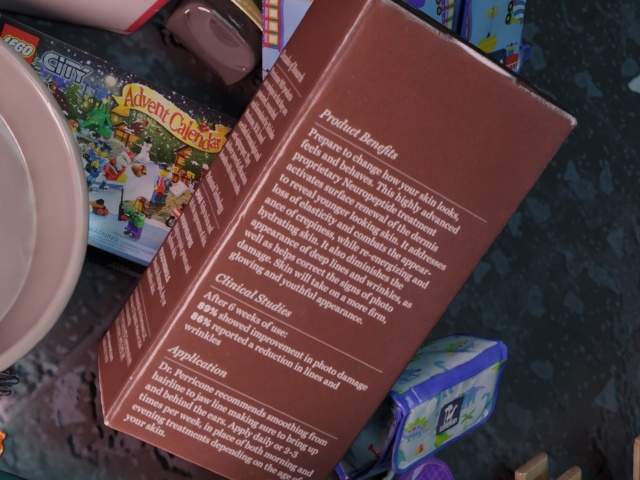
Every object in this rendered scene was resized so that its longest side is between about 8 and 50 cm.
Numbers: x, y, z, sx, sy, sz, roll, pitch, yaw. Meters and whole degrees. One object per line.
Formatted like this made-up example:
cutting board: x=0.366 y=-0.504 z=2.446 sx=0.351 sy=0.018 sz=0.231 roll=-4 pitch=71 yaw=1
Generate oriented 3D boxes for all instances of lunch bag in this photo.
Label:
lunch bag: x=0.093 y=-0.149 z=1.170 sx=0.293 sy=0.138 sz=0.221 roll=-21 pitch=120 yaw=-42
lunch bag: x=0.081 y=0.140 z=1.100 sx=0.128 sy=0.151 sz=0.096 roll=-25 pitch=77 yaw=-34

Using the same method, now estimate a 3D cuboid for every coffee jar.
coffee jar: x=-0.058 y=-0.232 z=1.160 sx=0.096 sy=0.079 sz=0.184 roll=42 pitch=61 yaw=-15

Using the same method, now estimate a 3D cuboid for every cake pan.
cake pan: x=-0.304 y=-0.033 z=0.898 sx=0.293 sy=0.054 sz=0.293 roll=14 pitch=68 yaw=-38

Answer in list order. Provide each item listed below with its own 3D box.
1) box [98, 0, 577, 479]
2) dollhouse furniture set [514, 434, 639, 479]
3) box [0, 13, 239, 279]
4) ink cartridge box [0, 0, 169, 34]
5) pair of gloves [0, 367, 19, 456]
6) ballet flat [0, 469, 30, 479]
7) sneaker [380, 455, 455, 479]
box: x=0.000 y=0.000 z=0.986 sx=0.191 sy=0.143 sz=0.381 roll=29 pitch=105 yaw=-22
dollhouse furniture set: x=0.286 y=0.301 z=1.163 sx=0.242 sy=0.212 sz=0.161 roll=-26 pitch=122 yaw=-38
box: x=-0.189 y=-0.067 z=1.060 sx=0.233 sy=0.044 sz=0.159 roll=22 pitch=68 yaw=-25
ink cartridge box: x=-0.170 y=-0.402 z=1.019 sx=0.160 sy=0.279 sz=0.385 roll=6 pitch=74 yaw=-29
pair of gloves: x=-0.275 y=0.125 z=0.981 sx=0.074 sy=0.010 sz=0.083 roll=17 pitch=67 yaw=-24
ballet flat: x=-0.303 y=0.181 z=0.921 sx=0.221 sy=0.077 sz=0.079 roll=26 pitch=84 yaw=-18
sneaker: x=0.097 y=0.304 z=1.103 sx=0.095 sy=0.104 sz=0.236 roll=17 pitch=69 yaw=-25
